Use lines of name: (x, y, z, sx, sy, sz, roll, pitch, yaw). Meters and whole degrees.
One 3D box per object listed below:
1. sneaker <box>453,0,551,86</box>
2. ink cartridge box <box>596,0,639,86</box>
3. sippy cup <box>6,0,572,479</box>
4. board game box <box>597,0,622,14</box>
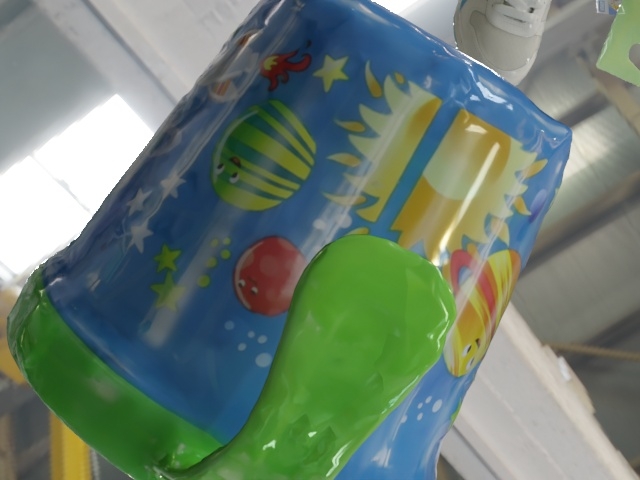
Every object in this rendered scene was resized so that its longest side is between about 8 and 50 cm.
sneaker: (0.190, -0.257, 1.106, 0.092, 0.087, 0.229, 134, -29, -73)
ink cartridge box: (0.428, -0.286, 1.331, 0.056, 0.171, 0.235, 27, -79, 50)
sippy cup: (0.000, 0.000, 0.570, 0.305, 0.240, 0.224, 40, -77, 44)
board game box: (0.446, -0.396, 1.584, 0.136, 0.201, 0.035, 12, -126, 28)
